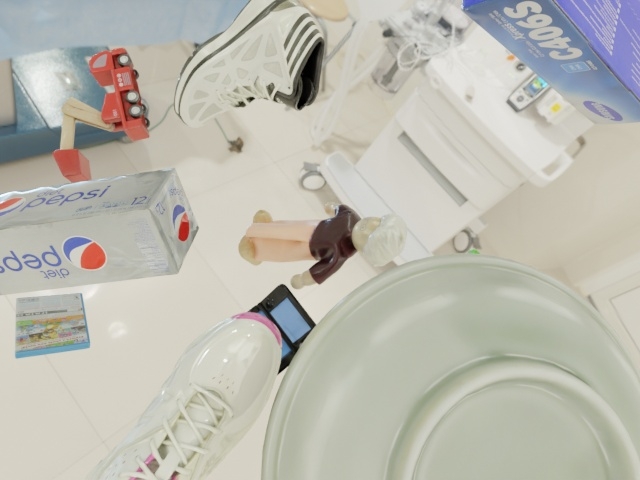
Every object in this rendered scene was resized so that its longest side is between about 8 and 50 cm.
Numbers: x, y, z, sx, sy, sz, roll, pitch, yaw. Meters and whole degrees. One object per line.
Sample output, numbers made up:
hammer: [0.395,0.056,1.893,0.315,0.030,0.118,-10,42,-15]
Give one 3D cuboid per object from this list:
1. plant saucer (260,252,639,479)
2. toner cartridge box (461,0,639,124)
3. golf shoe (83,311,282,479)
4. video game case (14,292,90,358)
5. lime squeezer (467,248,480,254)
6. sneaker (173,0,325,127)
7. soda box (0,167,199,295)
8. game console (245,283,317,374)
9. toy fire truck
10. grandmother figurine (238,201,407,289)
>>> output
plant saucer: [0.151,0.208,0.389,0.400,0.100,0.401,1,84,-10]
toner cartridge box: [0.287,-0.256,0.482,0.347,0.075,0.165,11,90,-41]
golf shoe: [-0.142,0.210,0.447,0.115,0.140,0.306,37,91,-7]
video game case: [-0.524,0.160,0.876,0.119,0.015,0.166,-2,30,-33]
lime squeezer: [0.153,0.121,0.585,0.059,0.110,0.310,44,70,-22]
sneaker: [-0.176,-0.389,1.125,0.257,0.447,0.169,58,24,15]
soda box: [-0.300,-0.007,0.526,0.286,0.091,0.098,-7,35,7]
game console: [-0.076,0.157,0.778,0.122,0.107,0.071,51,30,7]
toy fire truck: [-0.336,-0.190,0.681,0.135,0.047,0.192,-15,81,-9]
grandmother figurine: [0.000,0.000,0.838,0.104,0.342,0.208,43,55,-44]
